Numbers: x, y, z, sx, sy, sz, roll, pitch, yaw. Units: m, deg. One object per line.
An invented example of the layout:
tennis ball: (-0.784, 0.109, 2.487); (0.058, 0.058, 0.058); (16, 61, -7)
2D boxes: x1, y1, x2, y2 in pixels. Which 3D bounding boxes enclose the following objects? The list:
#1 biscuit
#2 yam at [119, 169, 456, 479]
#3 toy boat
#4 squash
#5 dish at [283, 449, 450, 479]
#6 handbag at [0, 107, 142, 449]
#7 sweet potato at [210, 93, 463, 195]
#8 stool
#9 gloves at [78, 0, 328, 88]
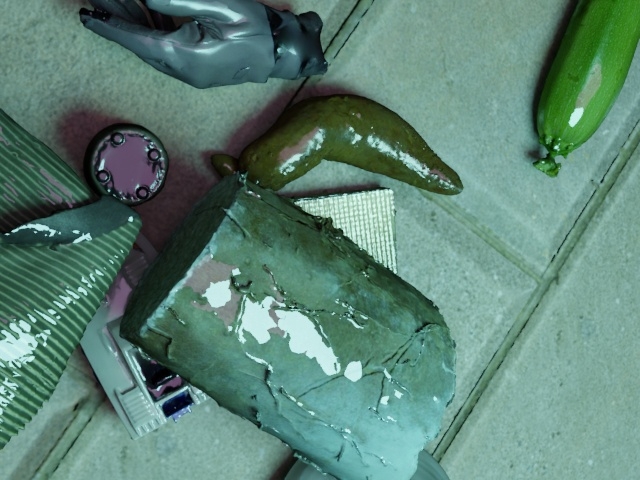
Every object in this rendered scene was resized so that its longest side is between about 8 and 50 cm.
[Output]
biscuit: (0.000, 0.000, 0.950); (0.199, 0.040, 0.121); (-7, 101, -18)
yam: (-0.026, 0.100, 0.817); (0.348, 0.241, 0.241); (37, 83, -26)
toy boat: (-0.224, 0.073, 0.857); (0.129, 0.088, 0.295); (-27, 95, -14)
squash: (0.378, -0.265, 1.024); (0.101, 0.101, 0.379); (25, 88, -19)
dish: (0.085, 0.365, 0.916); (0.273, 0.134, 0.274); (7, 71, -23)
handbag: (-0.338, -0.008, 0.668); (0.340, 0.247, 0.240); (45, 70, -24)
sweet potato: (0.023, -0.117, 0.917); (0.309, 0.098, 0.124); (0, 92, -14)
stool: (-0.212, -0.083, 0.833); (0.096, 0.110, 0.096); (-2, 98, -16)
gloves: (-0.121, -0.233, 0.844); (0.285, 0.142, 0.119); (6, 65, -18)
